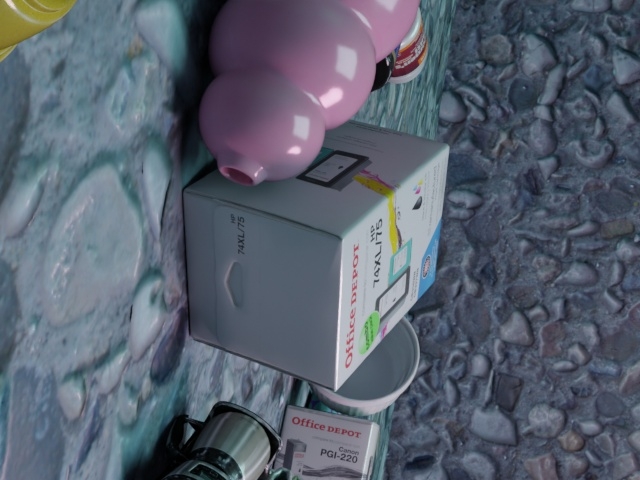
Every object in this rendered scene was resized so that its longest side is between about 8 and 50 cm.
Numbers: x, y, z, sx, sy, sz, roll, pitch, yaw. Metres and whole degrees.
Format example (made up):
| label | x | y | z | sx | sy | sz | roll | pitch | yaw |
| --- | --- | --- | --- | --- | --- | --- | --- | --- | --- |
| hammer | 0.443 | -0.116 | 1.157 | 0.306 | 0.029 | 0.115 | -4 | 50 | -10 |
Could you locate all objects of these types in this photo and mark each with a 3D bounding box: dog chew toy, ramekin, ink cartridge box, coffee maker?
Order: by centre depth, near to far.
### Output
| label | x | y | z | sx | sy | sz | roll | pitch | yaw |
| --- | --- | --- | --- | --- | --- | --- | --- | --- | --- |
| dog chew toy | -0.023 | -0.207 | 0.969 | 0.206 | 0.207 | 0.331 | 72 | 39 | -64 |
| coffee maker | -0.127 | 0.291 | 1.013 | 0.178 | 0.120 | 0.171 | -46 | 144 | -68 |
| ink cartridge box | 0.000 | 0.000 | 1.070 | 0.270 | 0.197 | 0.198 | -41 | 140 | -49 |
| ink cartridge box | 0.003 | 0.402 | 1.576 | 0.092 | 0.159 | 0.217 | 58 | 42 | -70 |
| ramekin | 0.066 | 0.213 | 1.639 | 0.109 | 0.207 | 0.207 | 95 | 10 | -58 |

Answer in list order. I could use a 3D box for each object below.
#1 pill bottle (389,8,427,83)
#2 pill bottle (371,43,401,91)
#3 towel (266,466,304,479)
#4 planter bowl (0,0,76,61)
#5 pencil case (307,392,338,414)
| label | x | y | z | sx | sy | sz | roll | pitch | yaw |
| --- | --- | --- | --- | --- | --- | --- | --- | --- | --- |
| pill bottle | 0.131 | -0.365 | 1.678 | 0.221 | 0.121 | 0.121 | 34 | 66 | -76 |
| pill bottle | 0.074 | -0.343 | 1.436 | 0.122 | 0.123 | 0.219 | 82 | 20 | -52 |
| towel | -0.116 | 0.500 | 1.129 | 0.320 | 0.090 | 0.374 | -65 | 173 | -55 |
| planter bowl | -0.182 | -0.178 | 0.502 | 0.217 | 0.091 | 0.217 | 10 | 90 | -77 |
| pencil case | -0.005 | 0.358 | 1.727 | 0.070 | 0.065 | 0.151 | 59 | 38 | -41 |
